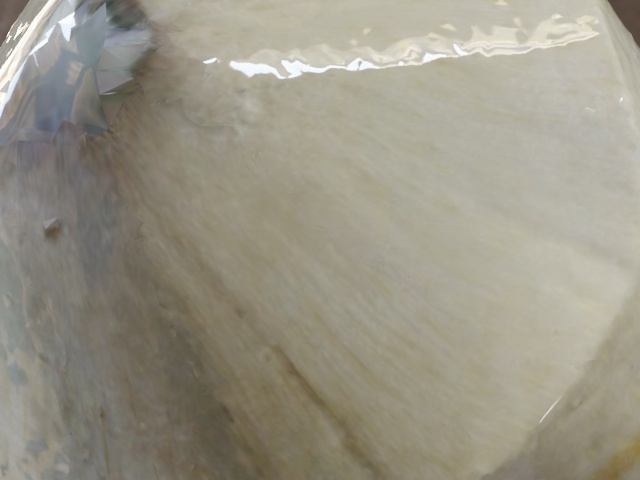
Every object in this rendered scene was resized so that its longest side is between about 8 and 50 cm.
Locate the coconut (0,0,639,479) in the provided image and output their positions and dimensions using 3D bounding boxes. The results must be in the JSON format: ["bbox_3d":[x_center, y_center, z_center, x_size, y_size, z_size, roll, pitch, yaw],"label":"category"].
[{"bbox_3d":[0.000,0.000,0.447,0.202,0.222,0.202,-12,66,29],"label":"coconut"}]
